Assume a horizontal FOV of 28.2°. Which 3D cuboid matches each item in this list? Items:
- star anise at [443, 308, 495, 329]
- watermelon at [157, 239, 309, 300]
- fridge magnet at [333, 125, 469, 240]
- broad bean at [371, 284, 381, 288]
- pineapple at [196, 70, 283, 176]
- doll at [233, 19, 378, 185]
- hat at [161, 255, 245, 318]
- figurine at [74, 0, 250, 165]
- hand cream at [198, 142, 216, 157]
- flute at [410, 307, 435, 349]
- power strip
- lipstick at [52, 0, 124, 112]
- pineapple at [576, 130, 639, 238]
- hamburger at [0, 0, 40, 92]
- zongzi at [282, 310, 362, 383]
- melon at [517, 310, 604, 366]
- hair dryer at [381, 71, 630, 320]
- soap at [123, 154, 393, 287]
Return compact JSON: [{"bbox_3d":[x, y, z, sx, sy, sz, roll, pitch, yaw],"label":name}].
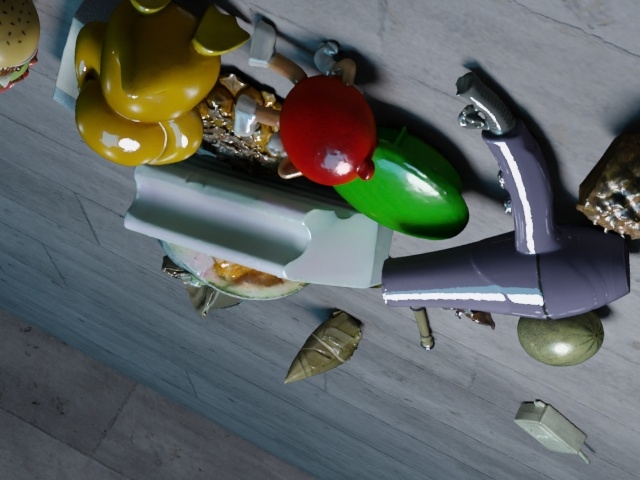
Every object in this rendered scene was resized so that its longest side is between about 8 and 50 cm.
[{"bbox_3d":[0.197,0.081,1.895,0.129,0.056,0.124,16,145,28],"label":"star anise"},{"bbox_3d":[-0.157,0.016,2.077,0.322,0.175,0.188,33,160,-3],"label":"watermelon"},{"bbox_3d":[0.098,-0.073,1.624,0.208,0.088,0.208,28,160,11],"label":"fridge magnet"},{"bbox_3d":[0.000,0.000,1.979,0.339,0.061,0.077,32,153,-5],"label":"broad bean"},{"bbox_3d":[-0.114,-0.153,1.758,0.225,0.076,0.225,25,159,10],"label":"pineapple"},{"bbox_3d":[-0.006,-0.150,1.524,0.217,0.085,0.183,33,124,26],"label":"doll"},{"bbox_3d":[-0.208,0.071,2.463,0.175,0.085,0.147,-9,130,27],"label":"hat"},{"bbox_3d":[-0.215,-0.206,1.589,0.215,0.215,0.228,33,158,-5],"label":"figurine"},{"bbox_3d":[-0.201,-0.176,1.877,0.080,0.050,0.234,18,165,31],"label":"hand cream"},{"bbox_3d":[0.164,0.123,2.097,0.027,0.027,0.233,22,158,22],"label":"flute"},{"bbox_3d":[0.417,0.342,2.238,0.175,0.042,0.075,39,157,-23],"label":"power strip"},{"bbox_3d":[-0.324,-0.260,1.808,0.068,0.066,0.317,33,160,-7],"label":"lipstick"},{"bbox_3d":[0.390,-0.024,1.316,0.237,0.119,0.111,27,116,-1],"label":"pineapple"},{"bbox_3d":[-0.474,-0.297,1.800,0.175,0.175,0.137,35,148,-13],"label":"hamburger"},{"bbox_3d":[-0.009,0.225,2.369,0.081,0.178,0.189,46,163,11],"label":"zongzi"},{"bbox_3d":[0.331,0.125,1.758,0.131,0.098,0.098,0,144,48],"label":"melon"},{"bbox_3d":[0.195,-0.048,1.495,0.301,0.121,0.361,-4,131,17],"label":"hair dryer"},{"bbox_3d":[-0.077,-0.029,1.815,0.347,0.115,0.208,17,-168,23],"label":"soap"}]
